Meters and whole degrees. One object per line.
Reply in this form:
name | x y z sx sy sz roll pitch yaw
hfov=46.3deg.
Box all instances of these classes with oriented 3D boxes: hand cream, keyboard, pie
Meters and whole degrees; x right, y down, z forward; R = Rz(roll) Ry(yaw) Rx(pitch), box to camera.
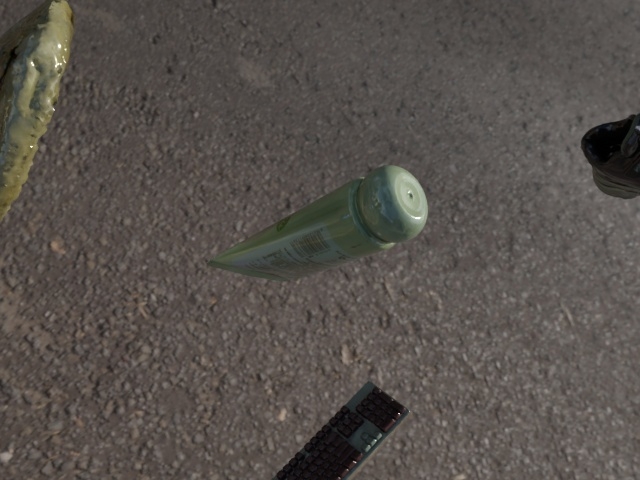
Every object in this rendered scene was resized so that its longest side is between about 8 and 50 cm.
hand cream | 0.000 0.000 0.955 0.147 0.305 0.093 15 60 -42
keyboard | 0.001 0.185 0.623 0.166 0.055 0.017 -42 134 -21
pie | -0.406 -0.159 0.940 0.077 0.339 0.339 26 53 -37

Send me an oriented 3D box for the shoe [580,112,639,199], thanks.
shoe | 0.308 -0.081 0.692 0.099 0.169 0.071 33 81 -34
